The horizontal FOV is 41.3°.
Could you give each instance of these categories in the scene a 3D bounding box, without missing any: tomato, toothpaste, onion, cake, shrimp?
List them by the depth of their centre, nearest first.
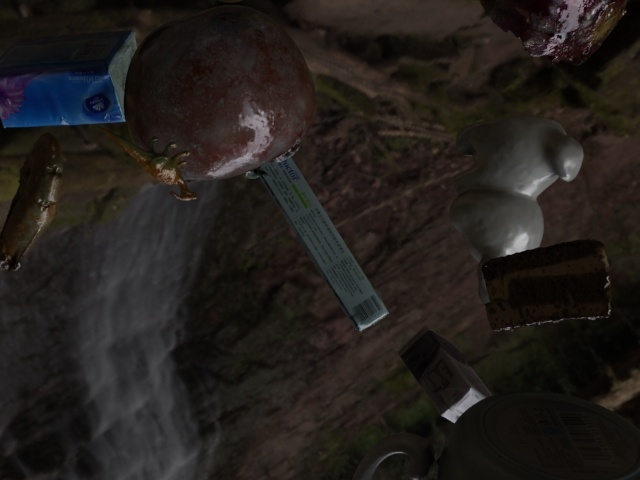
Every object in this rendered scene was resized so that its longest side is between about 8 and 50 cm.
[{"bbox_3d":[0.233,-0.299,0.927,0.195,0.218,0.139,-18,146,-47],"label":"onion"},{"bbox_3d":[0.350,0.057,1.187,0.135,0.112,0.246,-6,173,-29],"label":"cake"},{"bbox_3d":[-0.162,-0.229,1.381,0.317,0.282,0.316,-17,-163,6],"label":"tomato"},{"bbox_3d":[-0.485,-0.052,1.397,0.062,0.154,0.294,15,126,-36],"label":"shrimp"},{"bbox_3d":[0.000,0.000,1.473,0.067,0.336,0.081,-32,-179,-7],"label":"toothpaste"}]

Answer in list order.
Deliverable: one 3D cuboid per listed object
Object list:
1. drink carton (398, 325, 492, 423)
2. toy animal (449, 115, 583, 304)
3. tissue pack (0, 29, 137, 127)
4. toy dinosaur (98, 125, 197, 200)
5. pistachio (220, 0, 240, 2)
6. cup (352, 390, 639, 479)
[{"bbox_3d":[0.294,0.316,1.939,0.102,0.134,0.222,-45,-140,8],"label":"drink carton"},{"bbox_3d":[0.373,-0.053,1.633,0.196,0.367,0.241,10,-179,-36],"label":"toy animal"},{"bbox_3d":[-0.511,-0.328,1.736,0.264,0.146,0.198,-3,-145,9],"label":"tissue pack"},{"bbox_3d":[-0.154,-0.080,0.794,0.026,0.113,0.041,-7,-134,53],"label":"toy dinosaur"},{"bbox_3d":[-0.117,-0.430,1.276,0.149,0.113,0.113,-36,-177,4],"label":"pistachio"},{"bbox_3d":[0.202,0.321,0.970,0.357,0.274,0.259,13,-159,20],"label":"cup"}]
